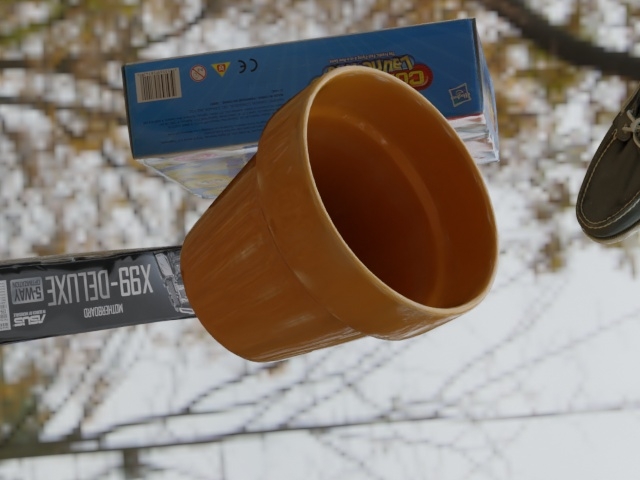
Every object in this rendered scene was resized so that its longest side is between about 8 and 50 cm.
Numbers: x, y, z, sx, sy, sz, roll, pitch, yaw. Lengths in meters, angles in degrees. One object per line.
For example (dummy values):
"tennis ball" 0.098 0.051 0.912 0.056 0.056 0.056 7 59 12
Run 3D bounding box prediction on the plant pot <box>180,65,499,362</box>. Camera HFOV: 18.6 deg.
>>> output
"plant pot" 0.000 0.000 1.493 0.188 0.205 0.205 -32 -121 38

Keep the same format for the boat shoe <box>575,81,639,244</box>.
"boat shoe" 0.377 -0.143 2.217 0.116 0.099 0.319 42 -78 38

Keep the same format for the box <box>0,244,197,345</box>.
"box" -0.300 0.056 1.888 0.242 0.307 0.077 -5 -89 46

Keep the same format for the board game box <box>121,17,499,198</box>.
"board game box" 0.003 -0.114 1.792 0.302 0.308 0.086 34 50 -80
